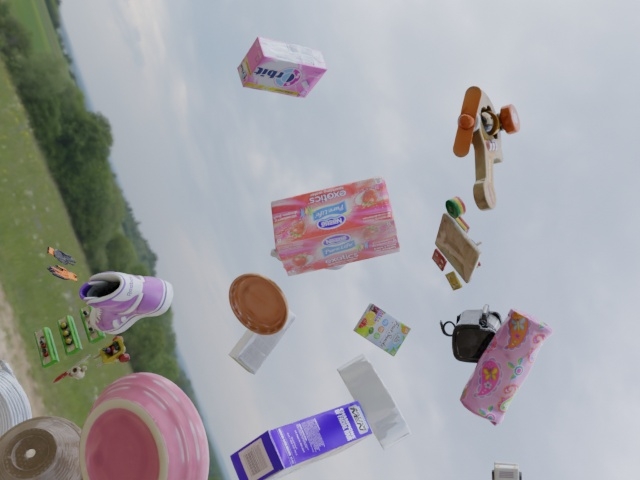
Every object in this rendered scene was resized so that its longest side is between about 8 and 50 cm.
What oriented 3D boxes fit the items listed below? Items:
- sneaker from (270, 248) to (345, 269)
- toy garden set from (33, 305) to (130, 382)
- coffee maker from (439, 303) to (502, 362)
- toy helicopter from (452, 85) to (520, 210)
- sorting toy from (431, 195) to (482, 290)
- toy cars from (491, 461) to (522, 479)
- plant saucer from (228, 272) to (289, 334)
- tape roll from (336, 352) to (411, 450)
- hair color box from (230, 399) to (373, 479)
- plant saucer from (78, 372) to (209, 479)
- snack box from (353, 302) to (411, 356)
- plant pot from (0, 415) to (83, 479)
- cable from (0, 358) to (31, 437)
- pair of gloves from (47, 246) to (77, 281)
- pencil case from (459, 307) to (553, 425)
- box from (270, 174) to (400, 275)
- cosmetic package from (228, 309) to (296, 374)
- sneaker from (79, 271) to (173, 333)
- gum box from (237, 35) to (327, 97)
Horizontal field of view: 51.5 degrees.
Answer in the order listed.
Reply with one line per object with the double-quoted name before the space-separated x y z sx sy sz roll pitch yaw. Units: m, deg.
"sneaker" 0.000 0.000 1.945 0.366 0.210 0.138 -33 119 -68
"toy garden set" -0.627 0.268 1.747 0.204 0.244 0.049 59 -6 31
"coffee maker" 0.403 0.261 1.791 0.120 0.171 0.178 67 21 1
"toy helicopter" 0.432 -0.249 1.774 0.235 0.140 0.355 34 53 -47
"sorting toy" 0.333 0.016 1.563 0.132 0.046 0.275 55 -19 28
"toy cars" 0.563 0.919 2.243 0.176 0.394 0.087 38 19 4
"plant saucer" -0.176 0.181 1.936 0.199 0.037 0.200 12 -62 24
"tape roll" 0.160 0.488 2.019 0.286 0.100 0.286 59 -4 7
"hair color box" -0.043 0.533 1.735 0.185 0.338 0.110 -42 -114 37
"plant saucer" -0.385 0.447 1.383 0.084 0.332 0.332 3 60 -61
"snack box" 0.183 0.265 1.974 0.141 0.100 0.037 34 -6 -7
"plant pot" -0.651 0.503 1.519 0.237 0.237 0.110 60 -25 31
"cable" -0.923 0.490 1.857 0.257 0.257 0.089 45 18 13
"pair of gloves" -0.586 0.056 1.503 0.074 0.010 0.083 33 27 -45
"pencil case" 0.452 0.309 1.621 0.284 0.124 0.124 -62 -154 2
"box" 0.037 -0.034 1.679 0.142 0.299 0.154 70 10 -53
"cosmetic package" -0.191 0.314 2.194 0.099 0.239 0.060 48 -22 -29
"sneaker" -0.460 0.124 1.426 0.282 0.161 0.102 -25 -120 39
"gum box" -0.084 -0.402 1.557 0.107 0.188 0.062 -43 -125 45
